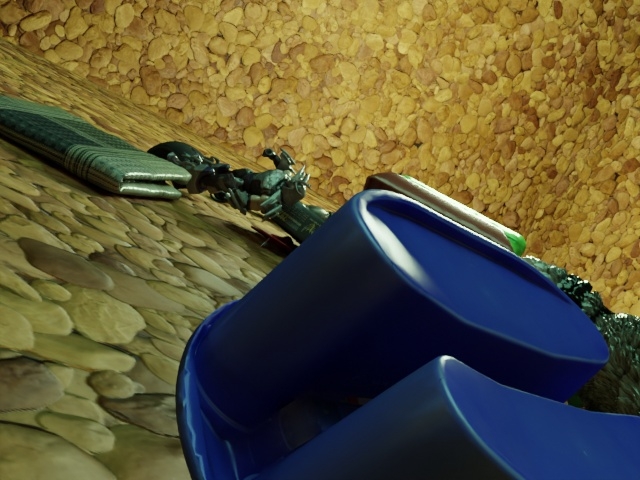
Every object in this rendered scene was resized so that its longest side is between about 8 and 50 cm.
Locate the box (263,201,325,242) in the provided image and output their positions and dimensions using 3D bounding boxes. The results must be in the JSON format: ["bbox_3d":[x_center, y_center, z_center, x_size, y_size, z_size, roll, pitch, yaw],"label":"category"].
[{"bbox_3d":[0.000,0.000,1.412,0.183,0.059,0.232,42,-3,-36],"label":"box"}]

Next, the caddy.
[{"bbox_3d":[0.074,0.124,0.459,0.341,0.179,0.241,23,32,-41],"label":"caddy"}]

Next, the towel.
[{"bbox_3d":[-0.394,-0.151,1.220,0.312,0.056,0.324,26,8,7],"label":"towel"}]

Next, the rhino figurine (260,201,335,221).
[{"bbox_3d":[-0.049,-0.055,1.734,0.243,0.073,0.106,18,14,-18],"label":"rhino figurine"}]

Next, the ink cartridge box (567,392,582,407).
[{"bbox_3d":[0.489,0.199,1.411,0.086,0.209,0.153,-15,-7,18],"label":"ink cartridge box"}]

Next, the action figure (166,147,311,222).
[{"bbox_3d":[-0.143,-0.111,1.383,0.284,0.099,0.185,10,24,28],"label":"action figure"}]

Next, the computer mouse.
[{"bbox_3d":[-0.251,-0.168,1.676,0.262,0.060,0.184,32,21,26],"label":"computer mouse"}]

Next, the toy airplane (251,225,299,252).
[{"bbox_3d":[-0.077,0.002,1.377,0.151,0.028,0.151,29,7,-4],"label":"toy airplane"}]

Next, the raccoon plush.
[{"bbox_3d":[0.455,0.218,1.159,0.446,0.216,0.299,30,11,14],"label":"raccoon plush"}]

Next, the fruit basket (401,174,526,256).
[{"bbox_3d":[0.303,0.023,1.899,0.392,0.283,0.392,21,25,-10],"label":"fruit basket"}]

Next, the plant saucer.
[{"bbox_3d":[0.183,-0.006,1.268,0.258,0.048,0.259,29,-24,7],"label":"plant saucer"}]
